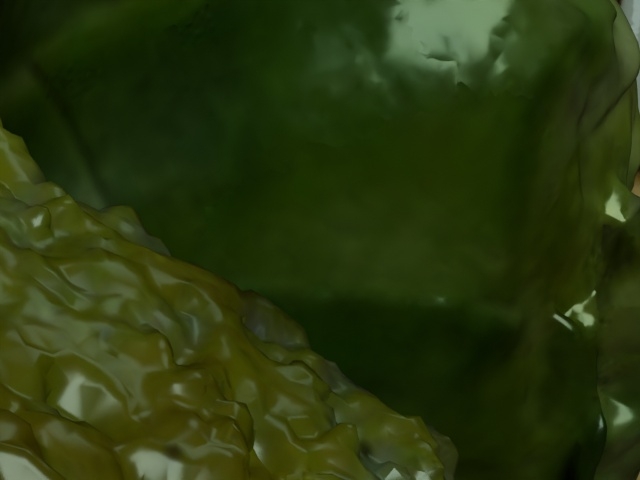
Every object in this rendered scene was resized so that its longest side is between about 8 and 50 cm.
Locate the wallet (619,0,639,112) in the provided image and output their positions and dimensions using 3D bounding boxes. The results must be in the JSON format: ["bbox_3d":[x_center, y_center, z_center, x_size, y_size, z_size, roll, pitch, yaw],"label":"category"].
[{"bbox_3d":[0.236,-0.110,1.134,0.124,0.032,0.183,17,59,-9],"label":"wallet"}]

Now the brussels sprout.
[{"bbox_3d":[0.000,0.000,0.829,0.315,0.371,0.276,-23,36,6],"label":"brussels sprout"}]

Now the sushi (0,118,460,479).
[{"bbox_3d":[-0.131,0.178,0.636,0.396,0.351,0.240,35,26,6],"label":"sushi"}]
